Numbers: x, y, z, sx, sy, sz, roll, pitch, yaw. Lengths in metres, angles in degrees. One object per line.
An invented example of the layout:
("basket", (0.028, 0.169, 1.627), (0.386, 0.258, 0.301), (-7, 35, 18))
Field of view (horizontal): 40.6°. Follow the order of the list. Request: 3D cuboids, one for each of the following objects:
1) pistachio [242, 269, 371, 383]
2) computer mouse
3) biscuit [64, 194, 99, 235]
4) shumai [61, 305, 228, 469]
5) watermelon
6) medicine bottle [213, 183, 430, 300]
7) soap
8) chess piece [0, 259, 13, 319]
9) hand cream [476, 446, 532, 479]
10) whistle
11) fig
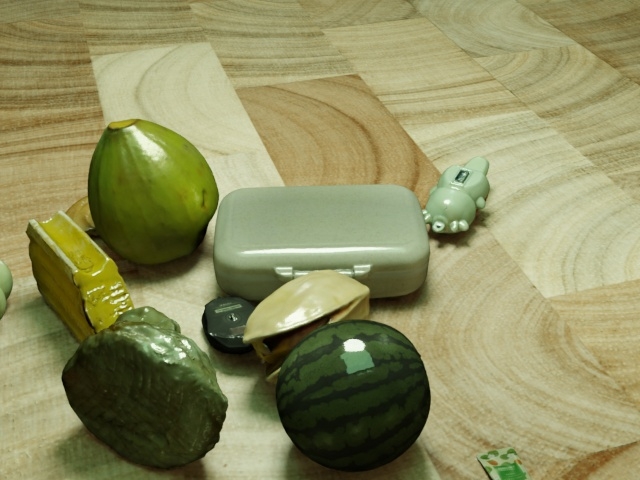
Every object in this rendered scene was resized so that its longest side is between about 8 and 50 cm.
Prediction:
("pistachio", (-0.017, 0.133, 1.323), (0.157, 0.157, 0.229), (26, 39, 33))
("computer mouse", (-0.140, 0.142, 1.405), (0.099, 0.057, 0.172), (-14, 25, -15))
("biscuit", (-0.414, -0.064, 1.720), (0.224, 0.033, 0.144), (-18, 39, -25))
("shumai", (-0.214, 0.179, 1.221), (0.272, 0.222, 0.204), (10, 31, 30))
("watermelon", (0.043, 0.209, 1.174), (0.212, 0.212, 0.212), (0, 35, 0))
("medicine bottle", (0.000, 0.000, 1.545), (0.375, 0.123, 0.282), (-1, 33, -2))
("soap", (-0.385, 0.079, 1.404), (0.080, 0.160, 0.257), (-23, 42, -32))
("chess piece", (-0.573, 0.110, 1.393), (0.144, 0.144, 0.251), (-3, 30, -4))
("hand cream", (0.264, 0.333, 1.150), (0.057, 0.037, 0.165), (-8, 29, -11))
("whistle", (0.271, -0.089, 1.692), (0.102, 0.106, 0.253), (37, 48, -1))
("fig", (-0.309, -0.096, 1.559), (0.239, 0.271, 0.239), (-15, 37, 11))
